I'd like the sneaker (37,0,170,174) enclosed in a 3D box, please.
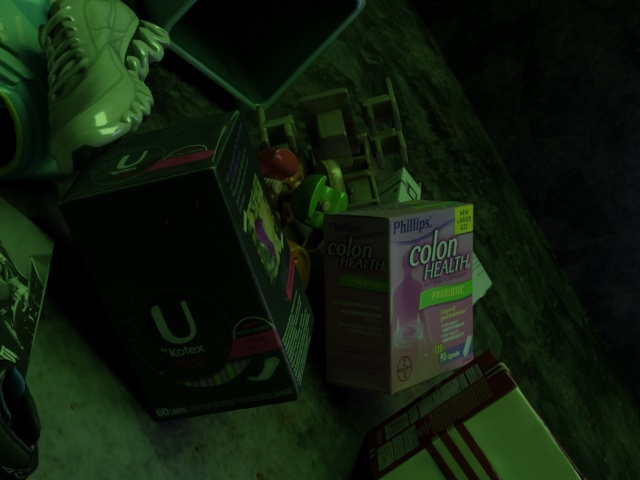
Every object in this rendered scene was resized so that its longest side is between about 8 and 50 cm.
[{"bbox_3d":[-0.226,-0.163,1.000,0.118,0.110,0.292,50,17,-27],"label":"sneaker"}]

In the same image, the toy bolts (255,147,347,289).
[{"bbox_3d":[-0.100,-0.037,1.417,0.228,0.158,0.218,43,66,-57],"label":"toy bolts"}]

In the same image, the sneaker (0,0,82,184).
[{"bbox_3d":[-0.341,-0.199,1.045,0.319,0.127,0.208,60,20,2],"label":"sneaker"}]

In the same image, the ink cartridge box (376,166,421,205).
[{"bbox_3d":[0.123,-0.066,1.906,0.060,0.104,0.180,51,23,-17],"label":"ink cartridge box"}]

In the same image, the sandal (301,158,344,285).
[{"bbox_3d":[-0.003,0.000,1.597,0.088,0.079,0.240,-169,-110,-66],"label":"sandal"}]

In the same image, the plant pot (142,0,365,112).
[{"bbox_3d":[-0.134,-0.401,1.618,0.248,0.247,0.252,33,16,-48],"label":"plant pot"}]

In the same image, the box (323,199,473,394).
[{"bbox_3d":[0.115,0.073,1.489,0.213,0.117,0.243,-10,101,-50],"label":"box"}]

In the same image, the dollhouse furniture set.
[{"bbox_3d":[0.023,-0.163,1.688,0.242,0.212,0.161,74,5,-50],"label":"dollhouse furniture set"}]

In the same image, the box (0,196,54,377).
[{"bbox_3d":[-0.337,0.006,0.882,0.231,0.056,0.183,45,26,-33],"label":"box"}]

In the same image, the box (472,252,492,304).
[{"bbox_3d":[0.163,0.082,1.699,0.119,0.182,0.181,58,21,3],"label":"box"}]

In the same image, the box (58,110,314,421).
[{"bbox_3d":[-0.125,0.030,1.067,0.143,0.165,0.270,-77,151,-60],"label":"box"}]

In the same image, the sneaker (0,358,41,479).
[{"bbox_3d":[-0.292,0.100,0.772,0.217,0.121,0.079,51,22,-21],"label":"sneaker"}]

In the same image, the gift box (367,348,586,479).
[{"bbox_3d":[0.209,0.337,1.402,0.258,0.276,0.255,54,9,-5],"label":"gift box"}]
